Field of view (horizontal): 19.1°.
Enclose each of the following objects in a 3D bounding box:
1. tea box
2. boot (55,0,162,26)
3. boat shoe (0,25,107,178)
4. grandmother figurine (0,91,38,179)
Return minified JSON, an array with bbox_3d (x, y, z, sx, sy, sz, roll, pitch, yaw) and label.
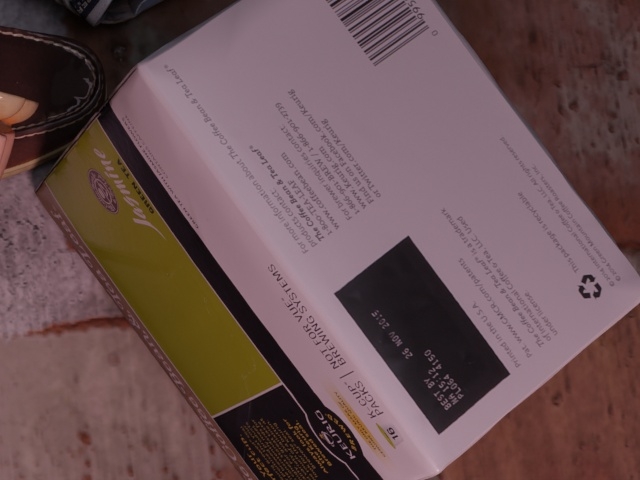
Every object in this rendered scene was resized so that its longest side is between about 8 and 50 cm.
[{"bbox_3d":[0.000,0.000,1.375,0.220,0.323,0.329,-37,92,-26],"label":"tea box"},{"bbox_3d":[-0.205,-0.223,1.478,0.258,0.095,0.123,-21,77,-27],"label":"boot"},{"bbox_3d":[-0.312,-0.111,1.389,0.342,0.123,0.123,-2,76,-23],"label":"boat shoe"},{"bbox_3d":[-0.277,0.059,1.324,0.104,0.208,0.342,14,91,8],"label":"grandmother figurine"}]
